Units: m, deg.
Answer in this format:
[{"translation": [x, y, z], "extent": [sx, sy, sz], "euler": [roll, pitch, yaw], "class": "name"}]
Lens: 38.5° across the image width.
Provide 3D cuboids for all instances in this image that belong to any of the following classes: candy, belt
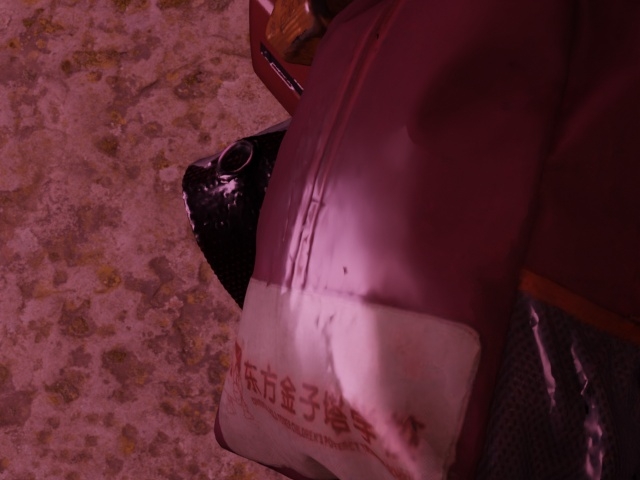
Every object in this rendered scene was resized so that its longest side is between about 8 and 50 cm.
[{"translation": [0.065, -0.268, 0.930], "extent": [0.101, 0.271, 0.143], "euler": [56, 158, -9], "class": "candy"}, {"translation": [0.000, 0.000, 0.889], "extent": [0.289, 0.164, 0.184], "euler": [51, -155, -46], "class": "belt"}]

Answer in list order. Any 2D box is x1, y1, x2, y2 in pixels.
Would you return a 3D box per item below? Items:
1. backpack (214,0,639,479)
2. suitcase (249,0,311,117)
[{"translation": [0.075, -0.005, 0.491], "extent": [0.283, 0.197, 0.317], "euler": [5, 81, 54], "class": "backpack"}, {"translation": [0.038, -0.238, 1.255], "extent": [0.297, 0.161, 0.236], "euler": [51, 161, 20], "class": "suitcase"}]
